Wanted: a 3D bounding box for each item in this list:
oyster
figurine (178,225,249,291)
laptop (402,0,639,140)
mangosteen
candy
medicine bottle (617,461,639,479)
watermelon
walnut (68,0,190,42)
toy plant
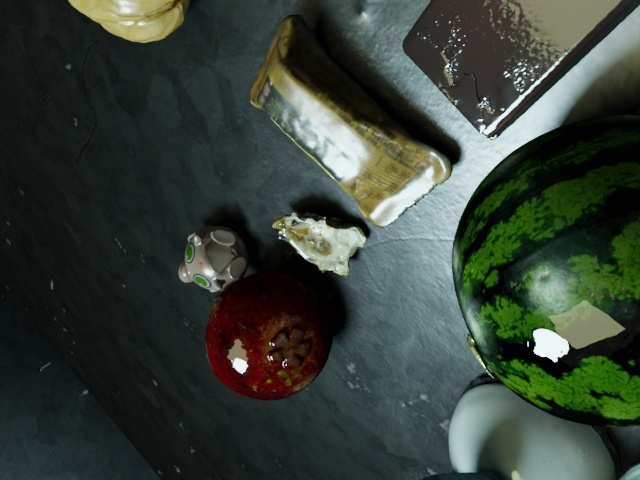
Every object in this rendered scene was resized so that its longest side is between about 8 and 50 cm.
[{"bbox_3d":[-0.005,-0.008,0.803,0.148,0.051,0.103,24,130,8],"label":"oyster"},{"bbox_3d":[-0.194,0.034,0.949,0.138,0.125,0.125,-17,105,49],"label":"figurine"},{"bbox_3d":[0.187,-0.218,0.506,0.154,0.026,0.207,49,138,7],"label":"laptop"},{"bbox_3d":[-0.099,0.152,0.896,0.257,0.215,0.215,17,132,63],"label":"mangosteen"},{"bbox_3d":[0.028,-0.138,0.654,0.271,0.101,0.143,43,133,2],"label":"candy"},{"bbox_3d":[0.521,0.431,0.576,0.426,0.108,0.108,44,138,8],"label":"medicine bottle"},{"bbox_3d":[0.238,0.025,0.445,0.269,0.269,0.269,23,131,29],"label":"watermelon"},{"bbox_3d":[-0.276,-0.369,0.725,0.206,0.159,0.159,33,135,19],"label":"walnut"},{"bbox_3d":[0.212,0.361,0.654,0.247,0.332,0.247,25,134,29],"label":"toy plant"}]
